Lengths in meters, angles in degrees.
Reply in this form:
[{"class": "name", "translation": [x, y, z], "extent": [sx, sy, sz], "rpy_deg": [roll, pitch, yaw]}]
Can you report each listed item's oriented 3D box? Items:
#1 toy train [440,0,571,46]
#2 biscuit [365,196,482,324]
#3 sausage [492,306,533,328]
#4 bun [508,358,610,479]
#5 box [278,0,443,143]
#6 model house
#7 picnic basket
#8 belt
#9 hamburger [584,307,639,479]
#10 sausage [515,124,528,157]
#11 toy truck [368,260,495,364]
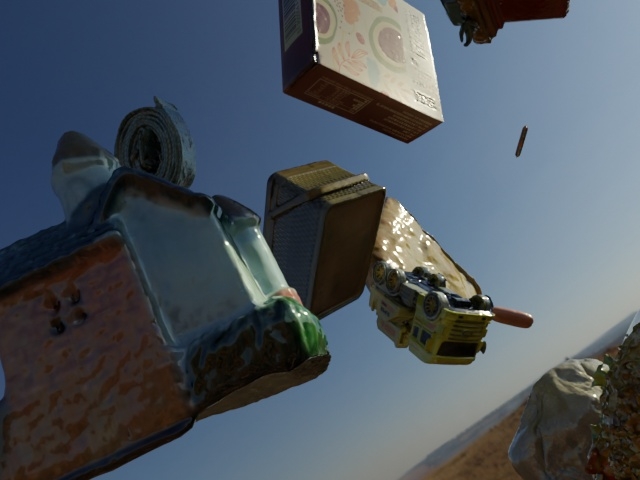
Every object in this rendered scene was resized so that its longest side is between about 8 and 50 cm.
[{"class": "toy train", "translation": [0.324, -0.507, 0.811], "extent": [0.163, 0.232, 0.369], "rpy_deg": [19, -94, -60]}, {"class": "biscuit", "translation": [0.275, 0.123, 1.312], "extent": [0.104, 0.429, 0.446], "rpy_deg": [-40, 10, 34]}, {"class": "sausage", "translation": [0.395, 0.159, 0.987], "extent": [0.034, 0.083, 0.034], "rpy_deg": [12, -90, -75]}, {"class": "bun", "translation": [0.489, 0.369, 0.876], "extent": [0.281, 0.205, 0.281], "rpy_deg": [-13, -66, -33]}, {"class": "box", "translation": [0.093, -0.448, 1.114], "extent": [0.385, 0.344, 0.122], "rpy_deg": [12, -26, -36]}, {"class": "model house", "translation": [-0.154, 0.034, 0.424], "extent": [0.253, 0.291, 0.184], "rpy_deg": [-24, -10, -3]}, {"class": "picnic basket", "translation": [0.000, 0.000, 0.862], "extent": [0.165, 0.139, 0.266], "rpy_deg": [-22, -48, -41]}, {"class": "belt", "translation": [-0.303, -0.155, 0.867], "extent": [0.148, 0.163, 0.082], "rpy_deg": [-31, -6, 7]}, {"class": "hamburger", "translation": [0.346, 0.134, 0.321], "extent": [0.179, 0.276, 0.294], "rpy_deg": [-37, -35, -48]}, {"class": "sausage", "translation": [0.539, -0.264, 1.280], "extent": [0.015, 0.015, 0.100], "rpy_deg": [-23, -43, -21]}, {"class": "toy truck", "translation": [0.190, 0.143, 0.913], "extent": [0.124, 0.272, 0.157], "rpy_deg": [7, -79, -24]}]
